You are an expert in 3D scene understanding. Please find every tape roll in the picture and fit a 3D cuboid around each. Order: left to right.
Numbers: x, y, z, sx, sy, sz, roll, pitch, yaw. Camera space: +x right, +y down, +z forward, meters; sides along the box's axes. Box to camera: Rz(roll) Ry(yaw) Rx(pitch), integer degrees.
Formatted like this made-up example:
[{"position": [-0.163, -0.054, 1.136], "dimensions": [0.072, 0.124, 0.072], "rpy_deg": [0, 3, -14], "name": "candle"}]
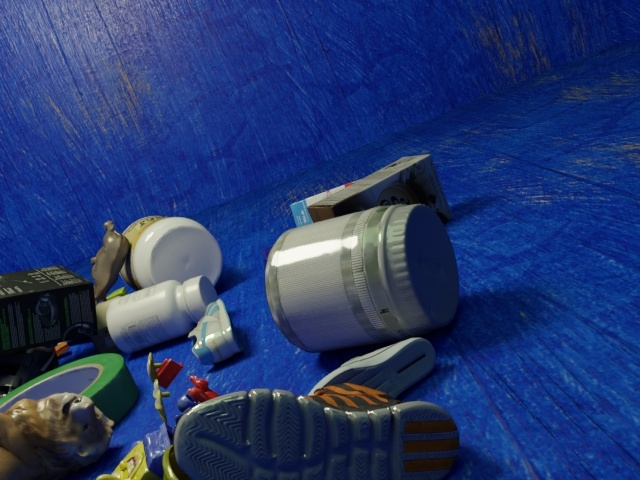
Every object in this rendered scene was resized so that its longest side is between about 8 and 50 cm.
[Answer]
[{"position": [-0.510, 0.327, 1.434], "dimensions": [0.321, 0.077, 0.321], "rpy_deg": [-21, 14, 6], "name": "tape roll"}]

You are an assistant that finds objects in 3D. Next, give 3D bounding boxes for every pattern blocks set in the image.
[{"position": [-0.619, 0.212, 2.034], "dimensions": [0.325, 0.026, 0.285], "rpy_deg": [-25, 18, 27], "name": "pattern blocks set"}]

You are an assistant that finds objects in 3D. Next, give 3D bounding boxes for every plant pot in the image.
[{"position": [-0.506, 0.216, 1.814], "dimensions": [0.109, 0.109, 0.096], "rpy_deg": [-24, 25, -9], "name": "plant pot"}]

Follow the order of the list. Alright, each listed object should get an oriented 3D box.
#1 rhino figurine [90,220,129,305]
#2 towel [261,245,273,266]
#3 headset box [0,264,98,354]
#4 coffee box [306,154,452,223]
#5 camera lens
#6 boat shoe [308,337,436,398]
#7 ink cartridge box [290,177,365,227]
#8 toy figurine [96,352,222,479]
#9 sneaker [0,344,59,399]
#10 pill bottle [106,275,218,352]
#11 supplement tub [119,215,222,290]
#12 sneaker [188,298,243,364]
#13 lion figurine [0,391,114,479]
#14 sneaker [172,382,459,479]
[{"position": [-0.560, 0.079, 1.972], "dimensions": [0.073, 0.243, 0.106], "rpy_deg": [13, 15, -31], "name": "rhino figurine"}, {"position": [0.000, 0.000, 1.909], "dimensions": [0.308, 0.076, 0.227], "rpy_deg": [-23, 14, -6], "name": "towel"}, {"position": [-0.683, 0.156, 1.701], "dimensions": [0.283, 0.131, 0.246], "rpy_deg": [-10, 13, -35], "name": "headset box"}, {"position": [0.140, -0.063, 1.742], "dimensions": [0.297, 0.168, 0.119], "rpy_deg": [-29, 15, -26], "name": "coffee box"}, {"position": [0.063, 0.064, 1.251], "dimensions": [0.274, 0.219, 0.219], "rpy_deg": [-14, 16, 31], "name": "camera lens"}, {"position": [0.063, 0.204, 1.054], "dimensions": [0.226, 0.083, 0.076], "rpy_deg": [-17, -3, -34], "name": "boat shoe"}, {"position": [0.051, -0.092, 2.084], "dimensions": [0.231, 0.078, 0.134], "rpy_deg": [-19, -12, 14], "name": "ink cartridge box"}, {"position": [-0.186, 0.321, 0.940], "dimensions": [0.217, 0.191, 0.362], "rpy_deg": [-53, 24, 1], "name": "toy figurine"}, {"position": [-0.677, 0.304, 1.647], "dimensions": [0.126, 0.127, 0.321], "rpy_deg": [-4, 16, 5], "name": "sneaker"}, {"position": [-0.353, 0.162, 1.710], "dimensions": [0.229, 0.131, 0.131], "rpy_deg": [-19, 14, 12], "name": "pill bottle"}, {"position": [-0.405, 0.049, 2.024], "dimensions": [0.228, 0.228, 0.316], "rpy_deg": [-28, 15, -24], "name": "supplement tub"}, {"position": [-0.219, 0.183, 1.524], "dimensions": [0.092, 0.087, 0.229], "rpy_deg": [-26, 12, -6], "name": "sneaker"}, {"position": [-0.511, 0.365, 1.140], "dimensions": [0.392, 0.240, 0.142], "rpy_deg": [-55, 4, -39], "name": "lion figurine"}, {"position": [-0.019, 0.227, 0.866], "dimensions": [0.321, 0.124, 0.180], "rpy_deg": [9, -7, -21], "name": "sneaker"}]
